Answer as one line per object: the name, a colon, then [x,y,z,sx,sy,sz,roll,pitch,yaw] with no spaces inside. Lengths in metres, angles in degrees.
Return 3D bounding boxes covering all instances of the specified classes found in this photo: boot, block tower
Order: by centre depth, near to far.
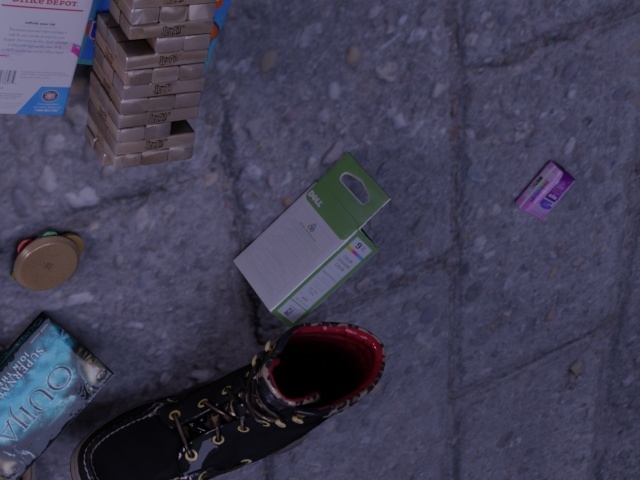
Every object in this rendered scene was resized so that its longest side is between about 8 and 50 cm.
block tower: [-0.164,-0.223,1.305,0.097,0.091,0.335,-11,133,-27]
boot: [-0.113,0.223,1.702,0.377,0.138,0.284,-9,160,-35]

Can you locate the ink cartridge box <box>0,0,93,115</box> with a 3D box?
ink cartridge box: [-0.293,-0.217,1.311,0.104,0.061,0.181,-2,128,-35]

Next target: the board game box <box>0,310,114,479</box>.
board game box: [-0.358,0.195,1.613,0.186,0.026,0.126,-48,123,-8]

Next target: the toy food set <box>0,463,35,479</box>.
toy food set: [-0.463,0.377,1.709,0.219,0.092,0.306,-12,133,-27]

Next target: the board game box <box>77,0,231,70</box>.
board game box: [-0.164,-0.276,1.362,0.160,0.047,0.210,0,127,-35]

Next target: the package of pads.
package of pads: [0.328,-0.071,1.915,0.050,0.032,0.083,22,112,-48]

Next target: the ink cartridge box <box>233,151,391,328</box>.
ink cartridge box: [0.000,0.000,1.685,0.209,0.109,0.062,-44,139,6]

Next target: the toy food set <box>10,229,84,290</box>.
toy food set: [-0.321,0.024,1.543,0.082,0.020,0.083,9,121,-40]
